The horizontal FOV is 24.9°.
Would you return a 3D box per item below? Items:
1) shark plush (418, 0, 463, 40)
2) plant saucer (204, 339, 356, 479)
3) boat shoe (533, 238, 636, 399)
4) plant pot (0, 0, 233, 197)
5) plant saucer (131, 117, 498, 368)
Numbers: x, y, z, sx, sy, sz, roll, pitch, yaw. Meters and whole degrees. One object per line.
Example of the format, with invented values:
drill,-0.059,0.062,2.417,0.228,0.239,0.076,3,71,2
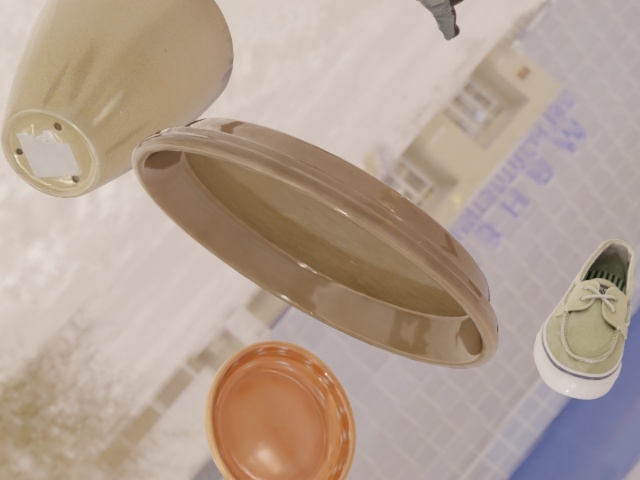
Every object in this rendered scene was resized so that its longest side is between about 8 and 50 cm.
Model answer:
shark plush,0.058,-0.198,1.014,0.067,0.073,0.161,-7,163,31
plant saucer,-0.050,0.215,1.661,0.037,0.200,0.200,-29,-164,50
boat shoe,0.339,0.091,1.825,0.302,0.109,0.094,-59,165,-60
plant pot,-0.273,-0.180,1.776,0.256,0.256,0.274,-50,-170,42
plant saucer,0.000,0.000,0.979,0.041,0.278,0.278,-60,-177,-17
